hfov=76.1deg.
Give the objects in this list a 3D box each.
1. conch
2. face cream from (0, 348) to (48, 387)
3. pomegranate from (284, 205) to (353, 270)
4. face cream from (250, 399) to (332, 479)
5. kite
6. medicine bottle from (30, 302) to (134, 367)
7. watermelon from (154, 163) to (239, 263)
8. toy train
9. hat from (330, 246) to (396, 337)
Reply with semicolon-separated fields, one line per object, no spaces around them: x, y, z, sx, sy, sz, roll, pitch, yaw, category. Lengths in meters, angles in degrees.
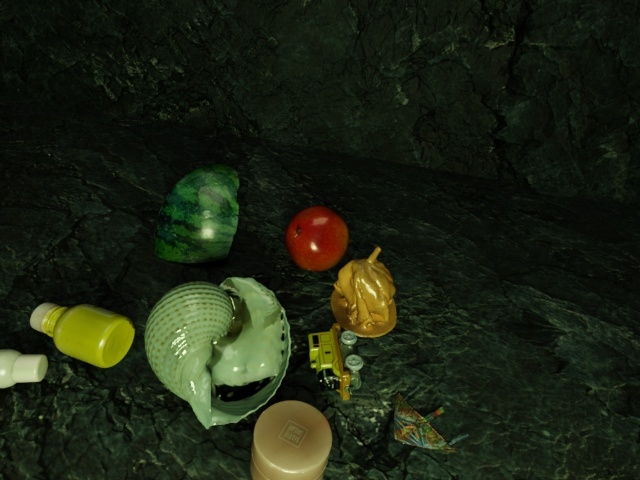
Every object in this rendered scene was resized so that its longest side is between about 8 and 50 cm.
-0.224;0.242;0.910;0.303;0.215;0.319;-7;65;-16;conch
-0.718;0.265;0.844;0.269;0.082;0.082;3;31;-13;face cream
0.000;0.000;1.393;0.257;0.221;0.221;22;20;-37;pomegranate
-0.058;0.402;0.786;0.149;0.104;0.149;7;30;-4;face cream
0.229;0.421;0.936;0.160;0.010;0.183;-16;35;-31;kite
-0.558;0.206;0.950;0.213;0.121;0.122;16;31;10;medicine bottle
-0.355;-0.082;1.360;0.222;0.292;0.319;24;24;29;watermelon
0.035;0.297;1.015;0.127;0.089;0.219;-5;32;-4;toy train
0.155;0.114;1.210;0.244;0.233;0.233;-14;39;-33;hat
